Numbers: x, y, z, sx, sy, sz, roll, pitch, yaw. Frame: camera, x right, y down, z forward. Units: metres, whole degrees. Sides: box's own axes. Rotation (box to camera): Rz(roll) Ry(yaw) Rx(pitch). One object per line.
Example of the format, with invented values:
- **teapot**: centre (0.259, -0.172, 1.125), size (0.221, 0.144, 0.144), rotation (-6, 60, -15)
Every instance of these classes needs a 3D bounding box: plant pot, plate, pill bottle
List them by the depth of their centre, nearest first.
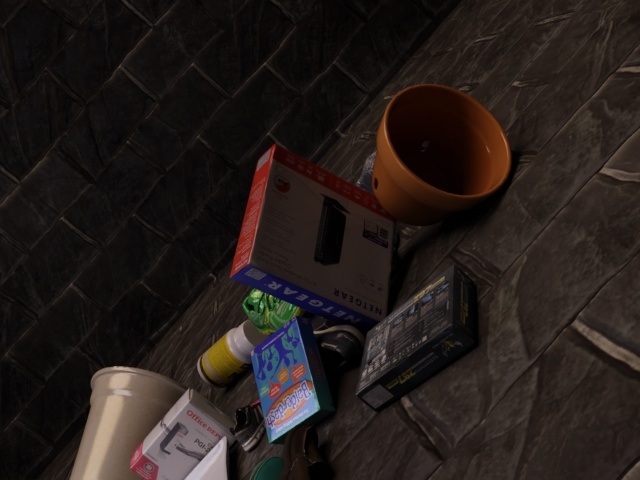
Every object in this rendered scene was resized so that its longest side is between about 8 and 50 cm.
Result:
- **plate**: centre (-0.279, 0.589, 1.468), size (0.278, 0.045, 0.277), rotation (-49, 12, 1)
- **plant pot**: centre (0.238, -0.163, 1.489), size (0.291, 0.291, 0.203), rotation (-58, -1, -34)
- **plant pot**: centre (-0.502, 0.551, 1.797), size (0.334, 0.334, 0.305), rotation (-37, 29, 42)
- **pill bottle**: centre (-0.249, 0.326, 1.960), size (0.208, 0.119, 0.119), rotation (-42, 15, 27)

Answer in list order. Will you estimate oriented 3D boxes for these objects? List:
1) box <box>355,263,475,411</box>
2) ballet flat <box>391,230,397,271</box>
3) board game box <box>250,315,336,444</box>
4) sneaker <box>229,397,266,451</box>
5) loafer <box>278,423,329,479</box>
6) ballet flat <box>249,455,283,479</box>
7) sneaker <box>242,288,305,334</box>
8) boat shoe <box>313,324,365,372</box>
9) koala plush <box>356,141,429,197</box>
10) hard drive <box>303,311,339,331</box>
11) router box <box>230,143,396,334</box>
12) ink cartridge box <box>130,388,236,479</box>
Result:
- **box**: centre (0.166, 0.169, 1.188), size (0.232, 0.059, 0.183), rotation (-43, 15, 28)
- **ballet flat**: centre (0.142, 0.021, 1.658), size (0.073, 0.080, 0.232), rotation (-55, 9, 23)
- **board game box**: centre (-0.061, 0.285, 1.391), size (0.160, 0.047, 0.210), rotation (-41, 50, 30)
- **sneaker**: centre (-0.153, 0.391, 1.554), size (0.063, 0.075, 0.170), rotation (-36, 18, 43)
- **loafer**: centre (-0.021, 0.394, 1.159), size (0.078, 0.080, 0.220), rotation (-11, 22, 11)
- **ballet flat**: centre (-0.100, 0.469, 1.161), size (0.087, 0.083, 0.247), rotation (-60, 8, 16)
- **sneaker**: centre (-0.120, 0.167, 1.705), size (0.109, 0.123, 0.295), rotation (-56, 15, -29)
- **boat shoe**: centre (-0.008, 0.250, 1.460), size (0.254, 0.095, 0.079), rotation (-21, 18, 46)
- **koala plush**: centre (0.218, -0.193, 1.788), size (0.221, 0.196, 0.203), rotation (-57, 5, -18)
- **hard drive**: centre (0.012, 0.156, 1.718), size (0.237, 0.064, 0.339), rotation (-38, 18, 39)
- **router box**: centre (0.000, 0.000, 1.446), size (0.082, 0.335, 0.301), rotation (-35, 38, 48)
- **ink cartridge box**: centre (-0.324, 0.492, 1.638), size (0.218, 0.158, 0.092), rotation (-50, 12, -2)
